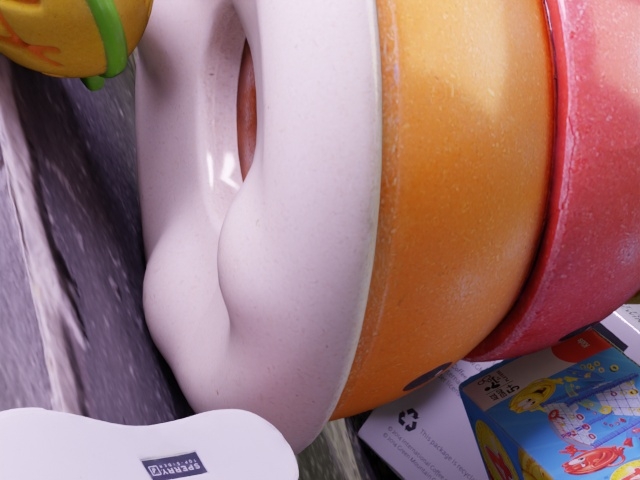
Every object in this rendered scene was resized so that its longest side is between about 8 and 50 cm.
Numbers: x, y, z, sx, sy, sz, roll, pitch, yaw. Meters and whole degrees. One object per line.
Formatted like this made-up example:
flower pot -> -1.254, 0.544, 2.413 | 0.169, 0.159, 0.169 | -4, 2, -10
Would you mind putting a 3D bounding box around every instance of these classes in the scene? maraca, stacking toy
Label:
maraca -> -0.141, -0.137, 0.949 | 0.127, 0.099, 0.185 | 60, -13, 1
stacking toy -> 0.152, -0.068, 0.992 | 0.350, 0.480, 0.351 | 178, -90, -73

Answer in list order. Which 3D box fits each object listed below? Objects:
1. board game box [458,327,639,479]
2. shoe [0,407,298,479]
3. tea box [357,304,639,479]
board game box -> 0.207, 0.237, 0.944 | 0.308, 0.086, 0.302 | 70, -11, -23
shoe -> -0.094, 0.114, 0.732 | 0.178, 0.081, 0.063 | 1, 49, -46
tea box -> 0.266, 0.181, 1.439 | 0.329, 0.220, 0.323 | 43, 15, 28
